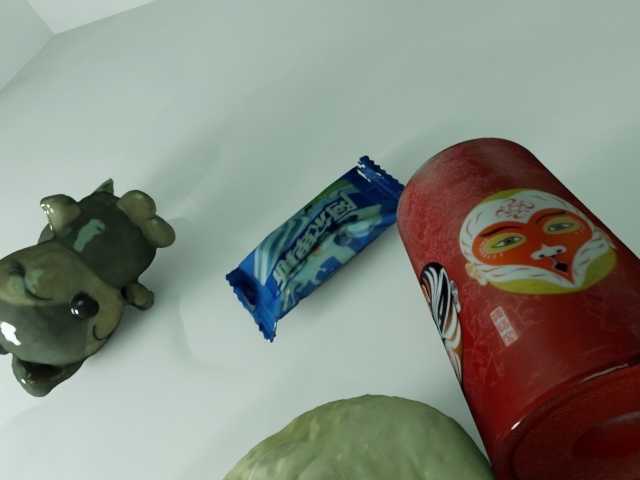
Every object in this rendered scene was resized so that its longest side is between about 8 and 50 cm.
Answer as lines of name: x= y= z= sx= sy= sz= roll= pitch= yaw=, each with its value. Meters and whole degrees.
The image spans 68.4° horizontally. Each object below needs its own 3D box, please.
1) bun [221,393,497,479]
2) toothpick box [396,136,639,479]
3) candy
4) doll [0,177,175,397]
bun: x=0.021 y=0.298 z=0.398 sx=0.352 sy=0.227 sz=0.349 roll=-44 pitch=45 yaw=-15
toothpick box: x=0.214 y=0.054 z=0.490 sx=0.204 sy=0.204 sz=0.333 roll=-21 pitch=37 yaw=9
candy: x=0.000 y=0.000 z=0.769 sx=0.331 sy=0.077 sz=0.187 roll=-39 pitch=44 yaw=-5
doll: x=-0.463 y=0.084 z=0.873 sx=0.382 sy=0.252 sz=0.378 roll=-51 pitch=17 yaw=-23
